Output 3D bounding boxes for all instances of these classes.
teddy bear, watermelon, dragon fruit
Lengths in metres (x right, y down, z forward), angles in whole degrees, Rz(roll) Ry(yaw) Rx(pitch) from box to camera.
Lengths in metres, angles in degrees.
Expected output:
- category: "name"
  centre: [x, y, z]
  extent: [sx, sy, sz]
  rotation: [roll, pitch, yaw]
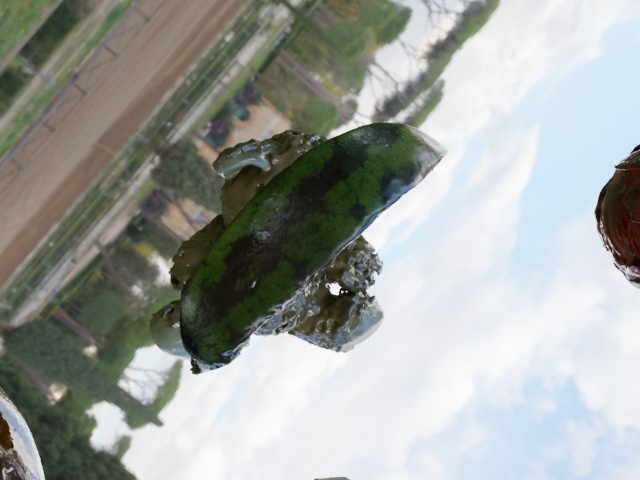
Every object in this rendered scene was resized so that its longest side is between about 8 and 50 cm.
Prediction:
- category: "teddy bear"
  centre: [-0.038, 0.001, 0.849]
  extent: [0.256, 0.267, 0.156]
  rotation: [-64, -144, 38]
- category: "watermelon"
  centre: [-0.004, -0.003, 0.541]
  extent: [0.245, 0.063, 0.119]
  rotation: [-44, 167, -11]
- category: "dragon fruit"
  centre: [0.384, -0.031, 0.860]
  extent: [0.209, 0.172, 0.172]
  rotation: [-48, -169, -14]

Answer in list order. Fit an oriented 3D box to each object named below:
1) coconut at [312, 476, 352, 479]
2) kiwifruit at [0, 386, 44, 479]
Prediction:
- category: "coconut"
  centre: [0.018, 0.423, 1.245]
  extent: [0.122, 0.116, 0.116]
  rotation: [-58, -166, -23]
- category: "kiwifruit"
  centre: [-0.348, 0.201, 0.698]
  extent: [0.196, 0.233, 0.196]
  rotation: [-17, -164, 5]
